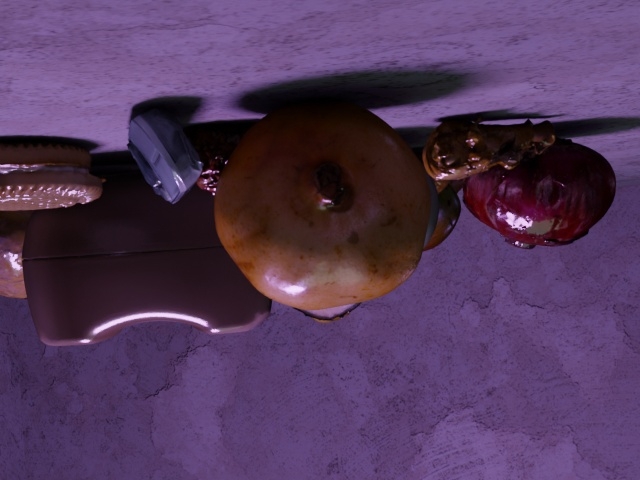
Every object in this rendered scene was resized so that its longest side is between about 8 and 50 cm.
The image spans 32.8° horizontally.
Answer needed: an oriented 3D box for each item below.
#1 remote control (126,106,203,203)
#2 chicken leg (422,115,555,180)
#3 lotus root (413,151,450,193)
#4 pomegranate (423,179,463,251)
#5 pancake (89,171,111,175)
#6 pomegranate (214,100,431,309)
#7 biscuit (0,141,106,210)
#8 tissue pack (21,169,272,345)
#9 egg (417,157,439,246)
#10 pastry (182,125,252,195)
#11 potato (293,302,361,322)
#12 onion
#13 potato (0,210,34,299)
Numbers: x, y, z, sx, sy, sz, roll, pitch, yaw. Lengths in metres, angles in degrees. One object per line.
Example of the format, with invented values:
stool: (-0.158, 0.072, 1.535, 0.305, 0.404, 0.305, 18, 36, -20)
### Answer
remote control: (-0.189, -0.100, 1.314, 0.052, 0.104, 0.247, -35, -175, -12)
chicken leg: (0.242, -0.138, 1.525, 0.208, 0.085, 0.101, -13, 169, -18)
lotus root: (0.163, -0.111, 1.869, 0.191, 0.108, 0.094, -18, -149, 42)
pomegranate: (0.198, -0.080, 2.029, 0.210, 0.180, 0.180, -37, 180, -3)
pancake: (-0.386, -0.053, 1.928, 0.242, 0.050, 0.242, -5, 158, -2)
pomegranate: (0.004, -0.039, 1.280, 0.264, 0.264, 0.264, -4, 178, 0)
biscuit: (-0.426, -0.085, 1.495, 0.259, 0.079, 0.259, -5, 178, 0)
tissue pack: (-0.268, 0.015, 1.724, 0.387, 0.276, 0.267, -5, -175, -1)
egg: (0.085, -0.053, 1.706, 0.203, 0.202, 0.282, -4, 173, -1)
pastry: (-0.088, -0.107, 1.454, 0.209, 0.097, 0.115, -1, 167, -31)
potato: (0.000, 0.000, 2.104, 0.246, 0.299, 0.196, -38, 174, 16)
onion: (0.344, -0.080, 1.743, 0.246, 0.190, 0.246, 8, -169, -2)
potato: (-0.583, 0.001, 2.029, 0.229, 0.229, 0.266, -4, 176, -1)
